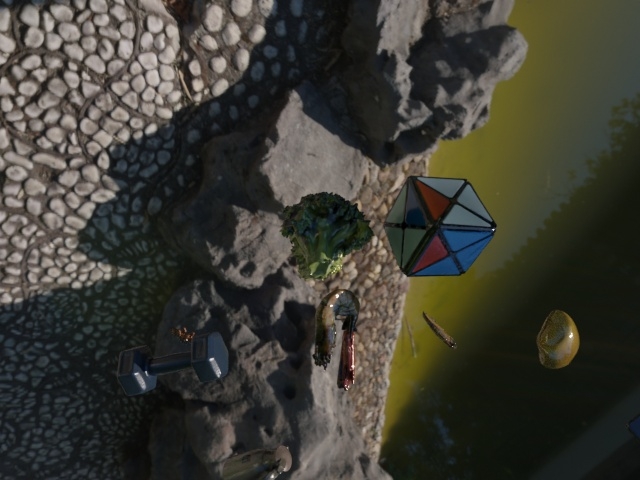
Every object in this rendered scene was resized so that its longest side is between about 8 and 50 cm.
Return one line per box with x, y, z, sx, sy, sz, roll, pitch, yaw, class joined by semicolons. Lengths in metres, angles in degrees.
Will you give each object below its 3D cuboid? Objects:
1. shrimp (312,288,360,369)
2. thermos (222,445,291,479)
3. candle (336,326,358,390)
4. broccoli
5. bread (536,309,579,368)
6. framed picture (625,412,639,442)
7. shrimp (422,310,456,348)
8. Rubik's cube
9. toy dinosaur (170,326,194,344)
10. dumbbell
0.050;0.272;1.527;0.178;0.075;0.289;-13;115;-35;shrimp
-0.169;0.623;1.298;0.193;0.137;0.105;-30;96;26;thermos
0.111;0.472;2.004;0.059;0.084;0.301;10;82;-59;candle
-0.010;0.005;1.660;0.294;0.280;0.347;24;120;-18;broccoli
0.725;0.308;1.457;0.147;0.098;0.217;-60;143;-15;bread
0.751;0.326;0.828;0.347;0.265;0.016;-36;160;-8;framed picture
0.442;0.335;1.819;0.178;0.124;0.034;43;99;-6;shrimp
0.381;-0.046;1.587;0.249;0.249;0.246;3;137;-20;Rubik's cube
-0.511;0.371;1.833;0.049;0.154;0.055;-11;124;-64;toy dinosaur
-0.457;0.383;1.500;0.325;0.144;0.159;-13;114;6;dumbbell
